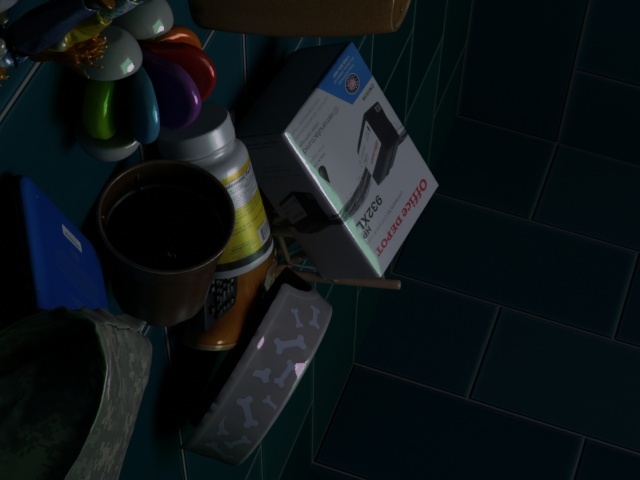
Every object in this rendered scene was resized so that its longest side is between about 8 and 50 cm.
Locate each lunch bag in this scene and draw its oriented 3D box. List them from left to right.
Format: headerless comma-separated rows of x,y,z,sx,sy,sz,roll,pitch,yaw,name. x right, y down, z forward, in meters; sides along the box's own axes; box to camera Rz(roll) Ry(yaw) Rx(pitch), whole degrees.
-0.262,0.182,1.257,0.287,0.169,0.235,-62,173,-4,lunch bag

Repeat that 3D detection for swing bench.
0.000,0.000,2.490,0.253,0.255,0.165,76,2,-70,swing bench

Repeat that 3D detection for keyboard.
-0.165,-0.018,1.976,0.201,0.033,0.317,-37,133,-54,keyboard

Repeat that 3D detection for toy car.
-0.187,-0.172,1.529,0.182,0.136,0.159,-61,164,-46,toy car

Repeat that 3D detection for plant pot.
-0.195,0.013,1.739,0.165,0.167,0.167,104,8,-56,plant pot
-0.009,-0.360,1.816,0.237,0.254,0.237,16,90,-78,plant pot

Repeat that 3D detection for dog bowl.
-0.100,0.211,2.283,0.349,0.102,0.349,-57,-175,7,dog bowl

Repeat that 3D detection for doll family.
-0.237,-0.193,1.234,0.118,0.163,0.263,61,25,-9,doll family

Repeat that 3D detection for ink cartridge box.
0.027,-0.121,2.205,0.307,0.129,0.223,56,51,-30,ink cartridge box

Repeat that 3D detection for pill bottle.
-0.141,-0.065,1.834,0.119,0.119,0.208,-59,142,-50,pill bottle

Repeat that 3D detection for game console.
-0.334,0.102,1.502,0.293,0.173,0.250,70,7,-72,game console

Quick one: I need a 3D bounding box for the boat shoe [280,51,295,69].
-0.031,-0.195,2.344,0.254,0.095,0.079,92,17,-48,boat shoe

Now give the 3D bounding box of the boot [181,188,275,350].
-0.140,0.035,2.193,0.295,0.104,0.211,-51,149,-68,boot
